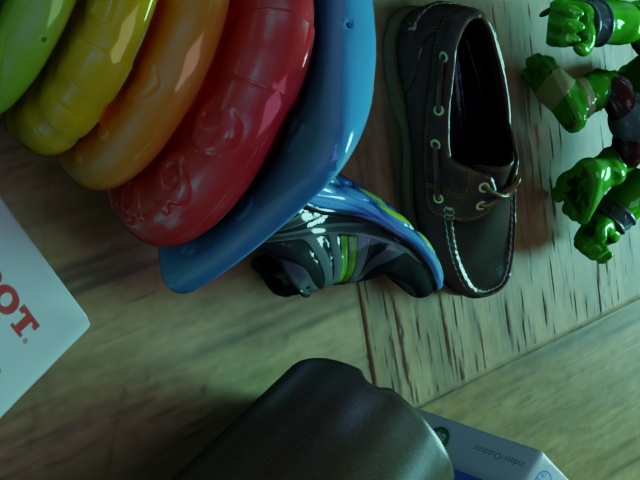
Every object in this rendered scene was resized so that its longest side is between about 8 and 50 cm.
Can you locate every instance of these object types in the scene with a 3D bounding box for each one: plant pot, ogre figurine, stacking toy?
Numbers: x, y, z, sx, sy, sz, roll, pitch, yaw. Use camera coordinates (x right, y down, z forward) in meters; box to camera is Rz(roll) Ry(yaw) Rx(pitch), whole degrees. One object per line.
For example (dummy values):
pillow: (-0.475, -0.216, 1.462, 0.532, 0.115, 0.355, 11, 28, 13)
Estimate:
plant pot: (-0.016, 0.167, 0.763, 0.165, 0.167, 0.167, -46, 122, -32)
ogre figurine: (0.219, -0.089, 0.942, 0.118, 0.097, 0.197, -25, 101, -20)
stacking toy: (-0.136, -0.110, 0.619, 0.301, 0.165, 0.175, 23, 51, -29)

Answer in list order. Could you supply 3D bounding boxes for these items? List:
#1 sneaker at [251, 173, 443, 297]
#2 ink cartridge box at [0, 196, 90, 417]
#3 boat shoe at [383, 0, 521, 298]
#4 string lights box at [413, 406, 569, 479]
sneaker: (0.000, 0.000, 0.812, 0.188, 0.067, 0.078, 20, 106, -40)
ink cartridge box: (-0.261, 0.049, 0.556, 0.273, 0.114, 0.197, -49, 123, -30)
boat shoe: (0.094, -0.053, 0.863, 0.073, 0.073, 0.207, -30, 116, -32)
string lights box: (0.046, 0.242, 0.831, 0.077, 0.133, 0.260, 46, 69, -34)
